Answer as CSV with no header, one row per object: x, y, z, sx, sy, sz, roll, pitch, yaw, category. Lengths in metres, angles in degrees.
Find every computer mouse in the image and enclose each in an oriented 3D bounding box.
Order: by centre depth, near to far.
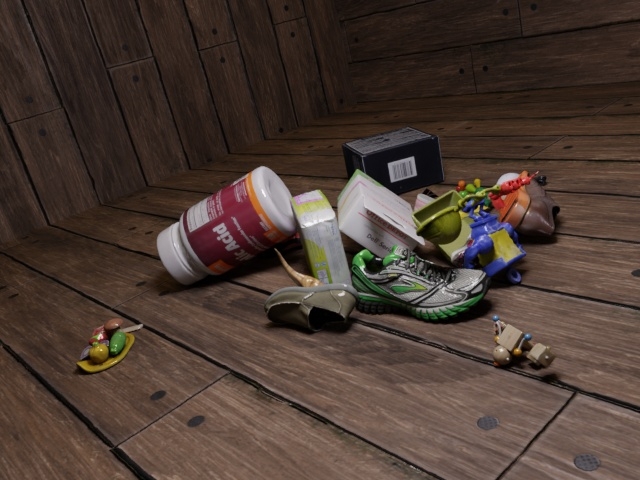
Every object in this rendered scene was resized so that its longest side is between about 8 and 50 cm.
0.619,-0.190,1.923,0.106,0.042,0.193,6,9,43,computer mouse

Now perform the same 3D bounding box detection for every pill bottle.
-0.277,-0.034,1.832,0.392,0.224,0.224,-28,16,16,pill bottle

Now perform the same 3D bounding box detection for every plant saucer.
0.352,-0.026,1.631,0.188,0.045,0.188,-28,68,-34,plant saucer

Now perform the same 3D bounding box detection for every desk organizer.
0.353,-0.130,2.012,0.047,0.050,0.130,-16,20,-5,desk organizer

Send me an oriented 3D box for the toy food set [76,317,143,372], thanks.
-0.555,0.254,1.587,0.128,0.071,0.218,-12,20,6,toy food set

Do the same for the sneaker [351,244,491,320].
0.212,0.090,1.389,0.343,0.146,0.134,-1,24,32,sneaker

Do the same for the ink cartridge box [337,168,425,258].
0.159,-0.056,1.700,0.119,0.207,0.353,-54,11,17,ink cartridge box

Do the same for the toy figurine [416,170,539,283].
0.400,-0.001,1.388,0.191,0.217,0.362,-31,-8,42,toy figurine

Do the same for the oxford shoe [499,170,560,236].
0.578,-0.091,1.693,0.132,0.130,0.364,28,29,7,oxford shoe

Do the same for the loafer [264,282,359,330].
-0.032,0.161,1.434,0.251,0.094,0.088,-15,43,32,loafer

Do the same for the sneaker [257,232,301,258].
-0.113,-0.017,1.994,0.313,0.116,0.136,-9,7,4,sneaker

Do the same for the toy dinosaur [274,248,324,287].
-0.037,0.110,1.529,0.211,0.112,0.064,30,23,6,toy dinosaur

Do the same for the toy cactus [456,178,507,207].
0.495,-0.137,1.885,0.180,0.112,0.219,0,14,10,toy cactus

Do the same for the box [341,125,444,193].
0.268,-0.298,2.322,0.296,0.183,0.294,-15,21,-7,box

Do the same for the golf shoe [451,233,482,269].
0.393,0.019,1.550,0.186,0.068,0.086,-18,35,-27,golf shoe

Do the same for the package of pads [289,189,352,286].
0.000,0.000,1.651,0.101,0.229,0.296,-16,21,-4,package of pads

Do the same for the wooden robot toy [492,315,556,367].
0.357,0.206,1.133,0.079,0.076,0.173,-53,26,-1,wooden robot toy

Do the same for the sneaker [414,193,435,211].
0.353,-0.088,1.918,0.134,0.070,0.051,29,29,20,sneaker
